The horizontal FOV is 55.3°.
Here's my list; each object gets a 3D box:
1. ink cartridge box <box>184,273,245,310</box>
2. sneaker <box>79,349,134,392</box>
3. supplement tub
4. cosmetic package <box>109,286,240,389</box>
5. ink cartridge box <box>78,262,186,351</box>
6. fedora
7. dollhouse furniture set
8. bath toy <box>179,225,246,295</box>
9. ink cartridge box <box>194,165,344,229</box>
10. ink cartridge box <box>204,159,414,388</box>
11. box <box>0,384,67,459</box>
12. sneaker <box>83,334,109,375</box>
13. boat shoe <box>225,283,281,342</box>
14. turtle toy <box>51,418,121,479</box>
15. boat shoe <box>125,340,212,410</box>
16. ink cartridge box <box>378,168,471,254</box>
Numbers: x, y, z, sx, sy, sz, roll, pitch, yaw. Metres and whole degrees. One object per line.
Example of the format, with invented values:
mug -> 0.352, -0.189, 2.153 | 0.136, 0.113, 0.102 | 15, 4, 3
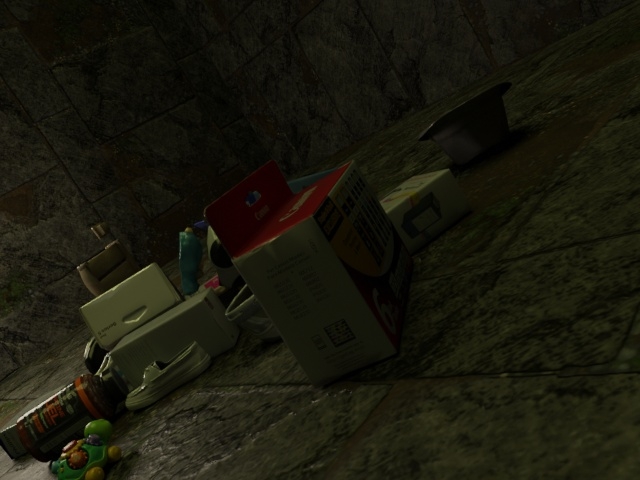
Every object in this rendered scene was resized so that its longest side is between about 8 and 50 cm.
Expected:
ink cartridge box -> -0.209, 0.125, 1.420 | 0.193, 0.088, 0.234 | -33, 11, -13
sneaker -> -0.411, 0.268, 1.335 | 0.228, 0.092, 0.087 | -37, 10, -32
supplement tub -> -0.476, 0.332, 1.190 | 0.197, 0.106, 0.106 | -35, 11, -12
cosmetic package -> -0.287, 0.202, 1.215 | 0.231, 0.117, 0.085 | -29, 13, 10
ink cartridge box -> -0.425, 0.178, 1.466 | 0.198, 0.115, 0.273 | -33, -13, -12
fedora -> 0.360, -0.260, 1.442 | 0.243, 0.124, 0.275 | -30, 2, -1
dollhouse furniture set -> -0.717, 0.168, 1.935 | 0.173, 0.356, 0.303 | -28, 12, 23
bath toy -> -0.111, 0.037, 1.238 | 0.348, 0.129, 0.151 | -6, -18, 8
ink cartridge box -> -0.125, -0.065, 1.617 | 0.395, 0.151, 0.270 | -21, 5, -25
ink cartridge box -> 0.005, 0.002, 0.872 | 0.130, 0.272, 0.309 | -28, 12, 20
box -> -0.636, 0.410, 1.382 | 0.137, 0.072, 0.126 | -27, 12, 22
sneaker -> -0.514, 0.257, 1.659 | 0.124, 0.107, 0.283 | -19, 16, 29
boat shoe -> -0.050, 0.021, 1.085 | 0.320, 0.103, 0.118 | -59, 29, -7
turtle toy -> -0.369, 0.338, 0.965 | 0.095, 0.066, 0.130 | -27, 12, 23
boat shoe -> -0.296, 0.253, 1.150 | 0.184, 0.063, 0.066 | -30, 11, 9
ink cartridge box -> 0.146, -0.036, 1.129 | 0.212, 0.093, 0.154 | -33, 10, -14
